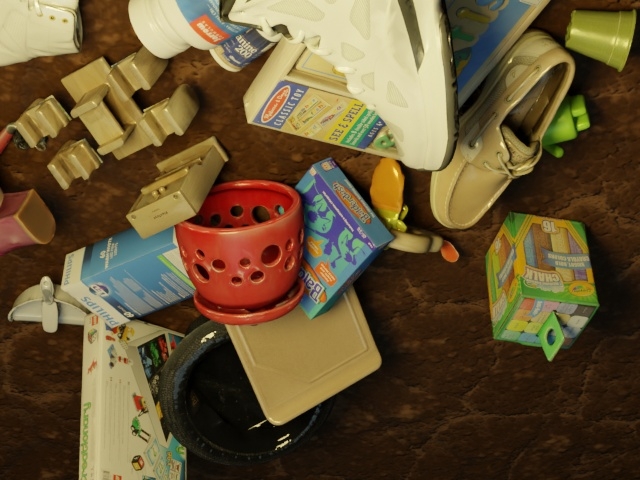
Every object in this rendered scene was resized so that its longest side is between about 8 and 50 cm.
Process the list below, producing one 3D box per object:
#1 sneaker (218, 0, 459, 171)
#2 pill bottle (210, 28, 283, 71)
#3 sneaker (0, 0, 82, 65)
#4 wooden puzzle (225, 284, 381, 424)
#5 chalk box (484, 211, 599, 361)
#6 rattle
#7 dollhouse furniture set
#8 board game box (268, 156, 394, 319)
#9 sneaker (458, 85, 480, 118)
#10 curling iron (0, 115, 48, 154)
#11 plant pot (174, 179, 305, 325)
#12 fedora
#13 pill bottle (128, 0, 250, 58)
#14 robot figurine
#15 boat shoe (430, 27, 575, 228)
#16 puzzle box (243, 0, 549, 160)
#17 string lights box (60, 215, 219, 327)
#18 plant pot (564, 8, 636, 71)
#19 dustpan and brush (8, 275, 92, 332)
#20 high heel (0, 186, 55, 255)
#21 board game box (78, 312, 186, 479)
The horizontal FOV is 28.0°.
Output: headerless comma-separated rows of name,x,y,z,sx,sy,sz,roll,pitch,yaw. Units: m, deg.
sneaker,0.021,-0.252,1.487,0.257,0.169,0.447,-7,135,5
pill bottle,-0.086,-0.276,1.666,0.120,0.067,0.067,-32,132,33
sneaker,-0.385,-0.328,1.580,0.169,0.108,0.292,-7,151,6
wooden puzzle,-0.033,0.150,2.085,0.221,0.044,0.238,-29,110,-16
chalk box,0.344,0.083,2.005,0.132,0.213,0.132,9,141,-11
rattle,0.147,-0.046,1.991,0.200,0.142,0.130,7,176,-33
dollhouse furniture set,-0.257,-0.153,1.804,0.212,0.161,0.242,-23,114,26
board game box,0.000,0.000,1.953,0.047,0.160,0.210,-26,162,-43
sneaker,0.208,-0.180,1.787,0.038,0.069,0.098,-6,141,7
curling iron,-0.490,-0.102,1.912,0.068,0.035,0.274,27,134,-30
plant pot,-0.116,0.022,1.903,0.191,0.191,0.174,-2,114,3
fedora,-0.133,0.225,2.203,0.334,0.152,0.334,-9,124,-14
pill bottle,-0.123,-0.310,1.578,0.221,0.124,0.124,-25,136,27
robot figurine,0.319,-0.168,1.804,0.115,0.067,0.101,-13,130,16
boat shoe,0.245,-0.134,1.731,0.109,0.098,0.302,13,116,-32
puzzle box,0.110,-0.269,1.637,0.272,0.052,0.409,12,137,-28
string lights box,-0.273,0.043,2.063,0.260,0.076,0.133,-21,137,24
plant pot,0.363,-0.269,1.678,0.079,0.083,0.083,12,142,5
dustpan and brush,-0.454,0.104,2.152,0.147,0.060,0.211,5,142,-6
high heel,-0.540,-0.120,1.804,0.181,0.127,0.377,-8,124,30
board game box,-0.311,0.284,2.159,0.053,0.305,0.193,-24,148,37
